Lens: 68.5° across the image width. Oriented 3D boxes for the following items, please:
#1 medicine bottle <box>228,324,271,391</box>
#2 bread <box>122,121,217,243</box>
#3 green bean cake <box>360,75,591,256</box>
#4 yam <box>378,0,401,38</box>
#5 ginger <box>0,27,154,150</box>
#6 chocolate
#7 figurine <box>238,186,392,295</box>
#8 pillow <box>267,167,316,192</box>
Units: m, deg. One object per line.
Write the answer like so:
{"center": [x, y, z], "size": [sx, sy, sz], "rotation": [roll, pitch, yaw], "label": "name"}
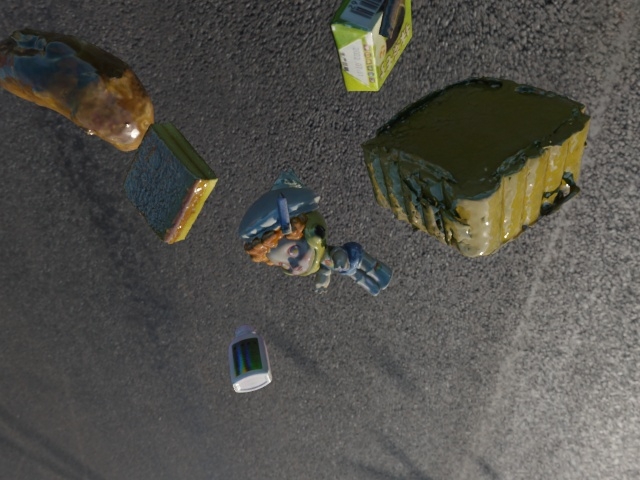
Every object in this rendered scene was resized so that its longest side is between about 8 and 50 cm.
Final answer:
{"center": [-0.221, 0.354, 1.444], "size": [0.115, 0.219, 0.078], "rotation": [-17, 125, -4], "label": "medicine bottle"}
{"center": [-0.157, -0.059, 0.485], "size": [0.090, 0.035, 0.094], "rotation": [49, 124, 15], "label": "bread"}
{"center": [0.196, -0.102, 0.616], "size": [0.230, 0.224, 0.131], "rotation": [-35, 133, -15], "label": "green bean cake"}
{"center": [0.204, -0.661, 1.133], "size": [0.045, 0.045, 0.326], "rotation": [9, 108, -20], "label": "yam"}
{"center": [-0.455, -0.300, 0.873], "size": [0.321, 0.165, 0.172], "rotation": [29, 129, -3], "label": "ginger"}
{"center": [0.174, -0.667, 1.494], "size": [0.137, 0.300, 0.288], "rotation": [26, 164, 21], "label": "chocolate"}
{"center": [-0.011, 0.014, 1.163], "size": [0.382, 0.205, 0.224], "rotation": [36, 143, -21], "label": "figurine"}
{"center": [-0.101, -0.108, 1.381], "size": [0.134, 0.078, 0.181], "rotation": [38, 122, -6], "label": "pillow"}
